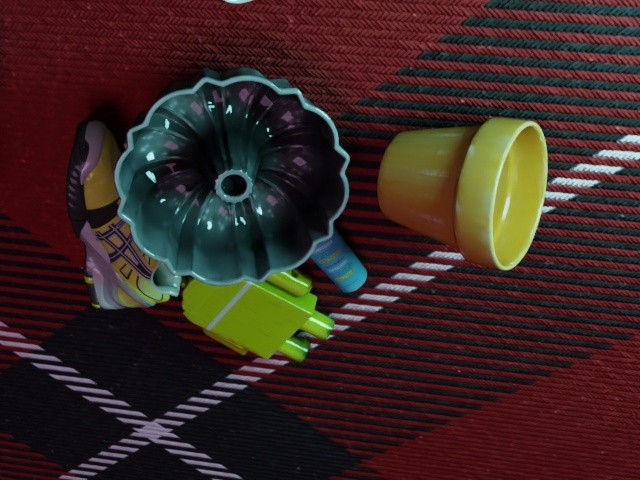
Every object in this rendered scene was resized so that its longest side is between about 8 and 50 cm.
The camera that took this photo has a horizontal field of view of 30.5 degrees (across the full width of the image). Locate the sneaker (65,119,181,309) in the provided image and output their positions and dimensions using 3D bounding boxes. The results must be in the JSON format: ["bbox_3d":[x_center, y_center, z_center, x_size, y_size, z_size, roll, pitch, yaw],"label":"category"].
[{"bbox_3d":[-0.307,-0.041,1.850,0.147,0.145,0.384,0,140,3],"label":"sneaker"}]

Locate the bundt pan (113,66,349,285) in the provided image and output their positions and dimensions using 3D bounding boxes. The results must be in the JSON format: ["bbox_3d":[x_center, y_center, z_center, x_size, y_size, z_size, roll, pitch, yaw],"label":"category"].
[{"bbox_3d":[-0.127,-0.105,1.674,0.331,0.124,0.330,-4,121,-6],"label":"bundt pan"}]

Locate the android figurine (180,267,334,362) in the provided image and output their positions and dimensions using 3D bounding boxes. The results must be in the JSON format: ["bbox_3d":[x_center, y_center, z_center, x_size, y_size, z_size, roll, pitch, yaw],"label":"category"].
[{"bbox_3d":[-0.120,0.111,1.996,0.273,0.056,0.248,28,136,-13],"label":"android figurine"}]

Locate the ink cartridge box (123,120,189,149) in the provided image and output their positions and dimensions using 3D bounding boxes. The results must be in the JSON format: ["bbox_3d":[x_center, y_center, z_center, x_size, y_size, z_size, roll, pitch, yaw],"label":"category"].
[{"bbox_3d":[-0.220,-0.145,1.766,0.123,0.052,0.088,-19,126,30],"label":"ink cartridge box"}]

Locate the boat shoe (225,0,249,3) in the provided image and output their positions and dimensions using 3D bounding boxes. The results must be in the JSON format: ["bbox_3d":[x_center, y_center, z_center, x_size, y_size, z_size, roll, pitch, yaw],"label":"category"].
[{"bbox_3d":[0.024,-0.353,1.377,0.367,0.156,0.136,-10,154,27],"label":"boat shoe"}]

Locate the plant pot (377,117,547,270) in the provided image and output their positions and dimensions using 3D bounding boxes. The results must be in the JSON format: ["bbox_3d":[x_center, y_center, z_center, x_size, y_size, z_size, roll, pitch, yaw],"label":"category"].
[{"bbox_3d":[0.190,-0.077,1.625,0.188,0.205,0.205,12,139,28],"label":"plant pot"}]

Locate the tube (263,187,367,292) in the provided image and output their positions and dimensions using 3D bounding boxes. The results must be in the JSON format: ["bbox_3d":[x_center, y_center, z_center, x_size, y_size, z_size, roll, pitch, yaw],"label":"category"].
[{"bbox_3d":[0.000,0.000,1.837,0.080,0.052,0.207,-35,126,8],"label":"tube"}]
